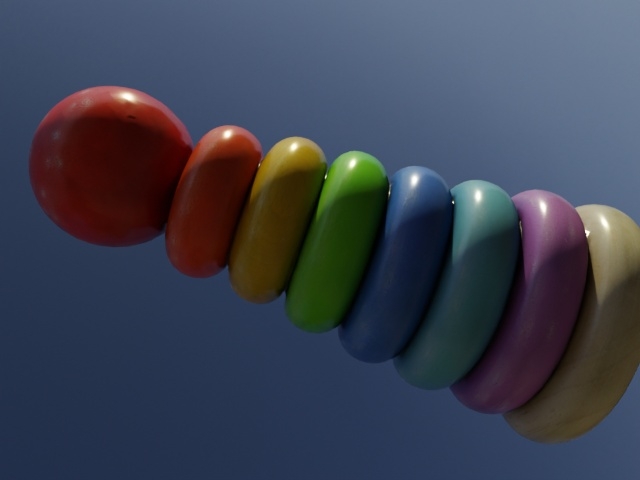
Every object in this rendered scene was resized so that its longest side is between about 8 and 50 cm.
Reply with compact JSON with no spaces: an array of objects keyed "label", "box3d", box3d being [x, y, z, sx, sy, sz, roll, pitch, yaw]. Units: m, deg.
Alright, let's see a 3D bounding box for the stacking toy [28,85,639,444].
[{"label":"stacking toy","box3d":[0.000,0.000,0.361,0.331,0.141,0.141,18,-110,-1]}]
